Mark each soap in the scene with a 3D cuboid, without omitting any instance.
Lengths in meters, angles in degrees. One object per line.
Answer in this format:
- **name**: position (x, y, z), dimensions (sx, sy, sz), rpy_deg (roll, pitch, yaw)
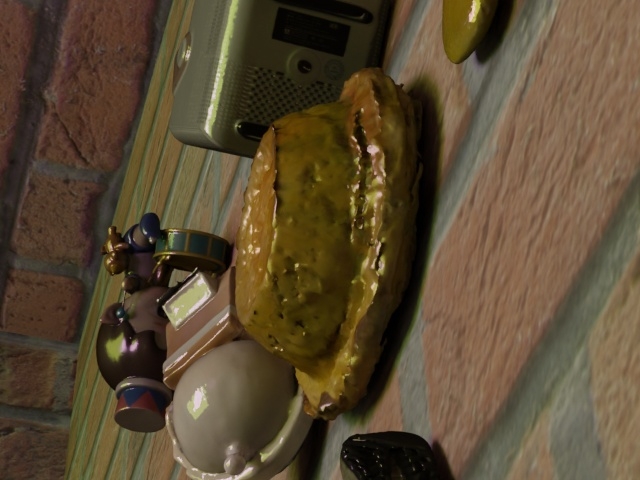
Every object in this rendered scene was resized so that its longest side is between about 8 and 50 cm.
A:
- **soap**: position (0.110, -0.206, 1.137), dimensions (0.089, 0.033, 0.168), rpy_deg (132, 148, -63)

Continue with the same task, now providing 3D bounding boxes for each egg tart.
- **egg tart**: position (0.000, 0.000, 1.289), dimensions (0.288, 0.118, 0.288), rpy_deg (-173, 90, -77)

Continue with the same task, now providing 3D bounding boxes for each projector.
- **projector**: position (-0.045, -0.162, 1.511), dimensions (0.242, 0.163, 0.177), rpy_deg (-166, 88, -76)

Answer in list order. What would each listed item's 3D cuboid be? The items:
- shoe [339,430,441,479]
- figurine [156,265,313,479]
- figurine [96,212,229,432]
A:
- **shoe**: position (0.049, 0.192, 1.000), dimensions (0.194, 0.074, 0.077), rpy_deg (-104, 16, -68)
- **figurine**: position (-0.070, 0.135, 1.454), dimensions (0.162, 0.141, 0.237), rpy_deg (-40, 35, 15)
- **figurine**: position (-0.206, 0.109, 2.056), dimensions (0.158, 0.161, 0.275), rpy_deg (-2, 77, 40)
